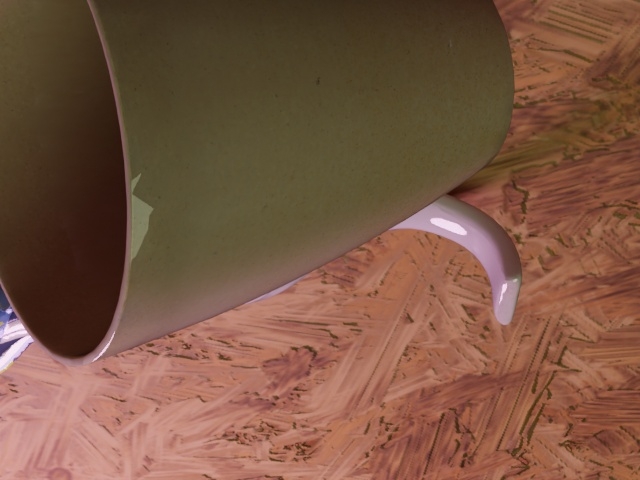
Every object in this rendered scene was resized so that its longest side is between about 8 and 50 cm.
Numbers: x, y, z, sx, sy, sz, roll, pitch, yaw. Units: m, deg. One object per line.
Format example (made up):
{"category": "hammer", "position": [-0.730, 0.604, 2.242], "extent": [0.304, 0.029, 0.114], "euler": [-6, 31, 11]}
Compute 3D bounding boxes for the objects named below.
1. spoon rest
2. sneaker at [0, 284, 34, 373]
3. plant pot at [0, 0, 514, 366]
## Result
{"category": "spoon rest", "position": [0.000, 0.000, 1.327], "extent": [0.276, 0.084, 0.137], "euler": [7, 140, -1]}
{"category": "sneaker", "position": [-0.223, 0.045, 1.336], "extent": [0.059, 0.053, 0.144], "euler": [19, 133, -30]}
{"category": "plant pot", "position": [-0.038, -0.082, 1.091], "extent": [0.274, 0.256, 0.256], "euler": [-12, 147, -28]}
